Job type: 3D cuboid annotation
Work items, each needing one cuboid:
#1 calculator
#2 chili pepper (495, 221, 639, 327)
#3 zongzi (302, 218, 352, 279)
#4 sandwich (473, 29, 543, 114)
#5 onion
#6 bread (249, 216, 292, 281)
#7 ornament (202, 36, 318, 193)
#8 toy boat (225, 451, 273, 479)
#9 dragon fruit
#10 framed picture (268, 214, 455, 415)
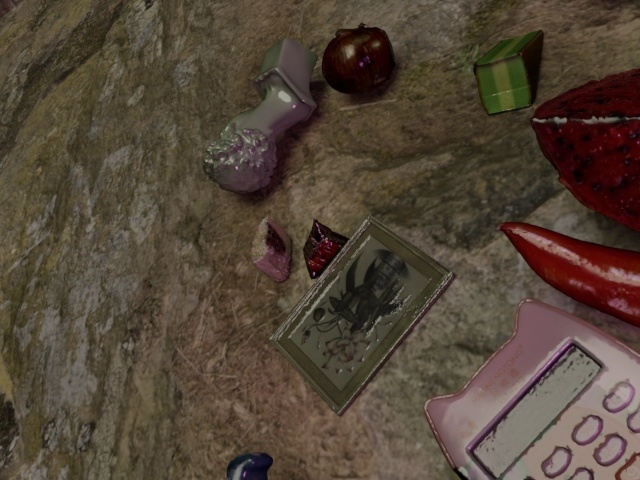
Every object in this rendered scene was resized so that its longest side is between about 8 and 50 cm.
[{"bbox_3d":[0.255,0.212,0.630,0.220,0.048,0.330,-46,45,3],"label":"calculator"},{"bbox_3d":[0.346,0.034,0.609,0.368,0.137,0.092,-5,36,37],"label":"chili pepper"},{"bbox_3d":[0.000,0.000,0.969,0.083,0.073,0.067,-32,31,18],"label":"zongzi"},{"bbox_3d":[0.273,-0.237,0.954,0.074,0.074,0.116,-5,26,38],"label":"sandwich"},{"bbox_3d":[0.054,-0.290,1.097,0.117,0.118,0.119,-6,55,64],"label":"onion"},{"bbox_3d":[-0.071,0.014,1.023,0.035,0.070,0.083,-19,45,28],"label":"bread"},{"bbox_3d":[-0.089,-0.206,1.154,0.285,0.120,0.130,-58,22,-7],"label":"ornament"},{"bbox_3d":[-0.092,0.322,0.778,0.309,0.129,0.143,-22,63,29],"label":"toy boat"},{"bbox_3d":[0.395,-0.097,0.668,0.316,0.152,0.205,5,35,39],"label":"dragon fruit"},{"bbox_3d":[0.048,0.092,0.900,0.231,0.010,0.173,-52,47,-1],"label":"framed picture"}]
